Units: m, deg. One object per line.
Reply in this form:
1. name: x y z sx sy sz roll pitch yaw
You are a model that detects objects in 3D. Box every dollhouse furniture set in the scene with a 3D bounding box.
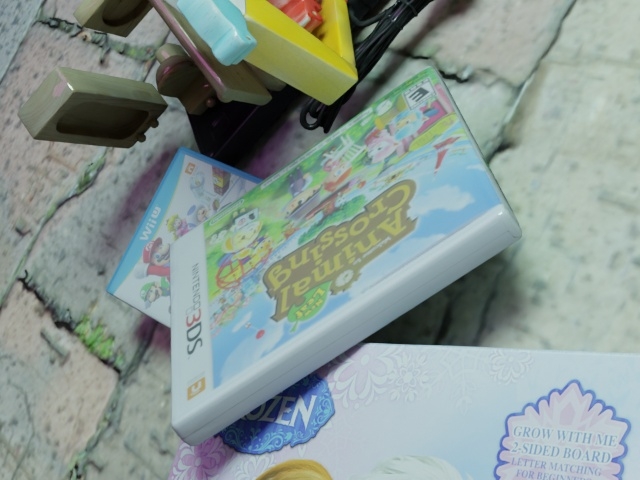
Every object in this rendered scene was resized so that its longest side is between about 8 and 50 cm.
1. dollhouse furniture set: -0.109 -0.092 0.832 0.151 0.144 0.123 -44 72 21

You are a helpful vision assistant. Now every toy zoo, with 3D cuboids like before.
1. toy zoo: -0.060 -0.206 0.774 0.030 0.192 0.293 -38 37 29

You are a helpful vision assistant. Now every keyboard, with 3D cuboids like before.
1. keyboard: 0.020 -0.166 0.841 0.317 0.033 0.201 -48 32 17

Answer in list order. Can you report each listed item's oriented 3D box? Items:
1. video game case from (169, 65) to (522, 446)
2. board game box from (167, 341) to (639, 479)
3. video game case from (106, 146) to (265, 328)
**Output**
1. video game case: 0.000 0.000 0.689 0.212 0.023 0.193 -34 29 12
2. board game box: 0.017 0.206 0.569 0.319 0.066 0.318 -4 63 48
3. video game case: -0.066 0.011 0.805 0.166 0.015 0.119 24 86 40
